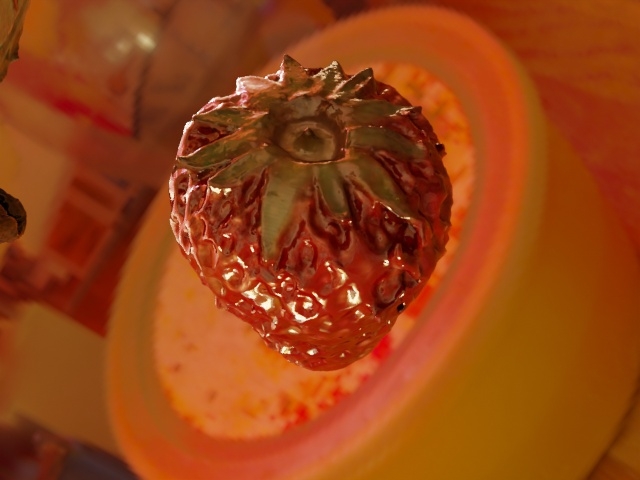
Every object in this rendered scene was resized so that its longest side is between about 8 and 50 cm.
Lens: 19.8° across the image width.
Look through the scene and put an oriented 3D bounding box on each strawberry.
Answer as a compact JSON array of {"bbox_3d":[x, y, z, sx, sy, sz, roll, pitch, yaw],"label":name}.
[{"bbox_3d":[0.000,0.000,1.285,0.205,0.244,0.205,-3,52,4],"label":"strawberry"}]

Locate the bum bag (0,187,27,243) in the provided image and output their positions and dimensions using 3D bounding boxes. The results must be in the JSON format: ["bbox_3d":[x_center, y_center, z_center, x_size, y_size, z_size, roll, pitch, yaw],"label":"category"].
[{"bbox_3d":[-0.373,-0.028,1.767,0.340,0.144,0.095,-123,45,-88],"label":"bum bag"}]

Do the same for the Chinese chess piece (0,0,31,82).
[{"bbox_3d":[-0.226,-0.201,1.085,0.250,0.101,0.250,13,-90,-88],"label":"Chinese chess piece"}]
